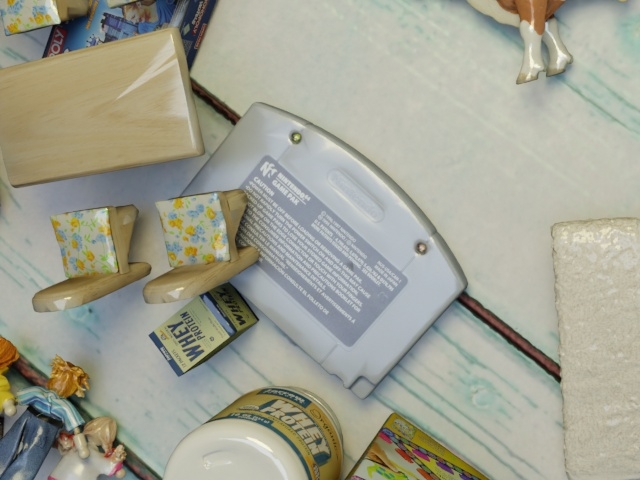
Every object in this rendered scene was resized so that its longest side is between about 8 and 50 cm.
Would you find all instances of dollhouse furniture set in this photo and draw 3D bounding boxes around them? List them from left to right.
[{"bbox_3d":[-0.311,-0.103,0.858,0.394,0.256,0.361,-7,100,23],"label":"dollhouse furniture set"}]

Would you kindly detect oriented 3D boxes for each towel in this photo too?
[{"bbox_3d":[0.317,0.112,0.841,0.187,0.049,0.282,-3,105,21],"label":"towel"}]

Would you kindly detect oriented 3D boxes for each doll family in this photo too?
[{"bbox_3d":[-0.342,0.199,0.999,0.263,0.118,0.163,24,66,11],"label":"doll family"}]

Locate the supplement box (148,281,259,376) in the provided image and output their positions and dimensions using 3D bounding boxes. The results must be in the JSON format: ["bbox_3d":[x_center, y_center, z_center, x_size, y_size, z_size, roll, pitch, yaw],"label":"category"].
[{"bbox_3d":[-0.125,0.094,0.968,0.083,0.083,0.056,-39,85,14],"label":"supplement box"}]

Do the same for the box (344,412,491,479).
[{"bbox_3d":[0.039,0.358,0.847,0.177,0.279,0.290,34,102,10],"label":"box"}]

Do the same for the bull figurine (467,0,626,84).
[{"bbox_3d":[0.234,-0.259,0.843,0.311,0.101,0.188,-16,94,17],"label":"bull figurine"}]

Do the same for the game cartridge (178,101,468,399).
[{"bbox_3d":[0.000,0.000,0.947,0.294,0.060,0.196,42,106,8],"label":"game cartridge"}]

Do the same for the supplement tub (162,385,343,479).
[{"bbox_3d":[-0.058,0.228,0.902,0.144,0.200,0.144,1,95,14],"label":"supplement tub"}]

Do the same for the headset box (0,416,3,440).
[{"bbox_3d":[-0.419,0.253,1.083,0.062,0.032,0.083,5,96,14],"label":"headset box"}]

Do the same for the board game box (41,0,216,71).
[{"bbox_3d":[-0.237,-0.224,0.984,0.194,0.060,0.194,28,105,14],"label":"board game box"}]
